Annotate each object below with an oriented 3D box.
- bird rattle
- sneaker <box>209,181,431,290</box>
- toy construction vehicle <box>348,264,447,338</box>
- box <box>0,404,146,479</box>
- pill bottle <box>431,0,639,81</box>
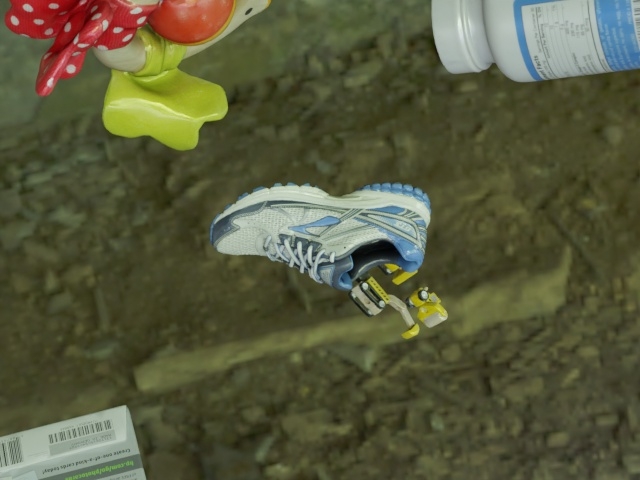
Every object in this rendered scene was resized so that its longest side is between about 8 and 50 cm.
[{"bbox_3d":[-0.143,-0.194,1.073,0.207,0.143,0.253,-33,-23,2],"label":"bird rattle"},{"bbox_3d":[0.000,0.000,0.776,0.135,0.052,0.058,-5,62,4],"label":"sneaker"},{"bbox_3d":[0.075,0.045,1.245,0.086,0.098,0.035,-40,7,46],"label":"toy construction vehicle"},{"bbox_3d":[-0.184,0.215,0.902,0.145,0.038,0.186,-14,49,-11],"label":"box"},{"bbox_3d":[0.216,-0.205,1.137,0.221,0.124,0.124,-3,20,26],"label":"pill bottle"}]
